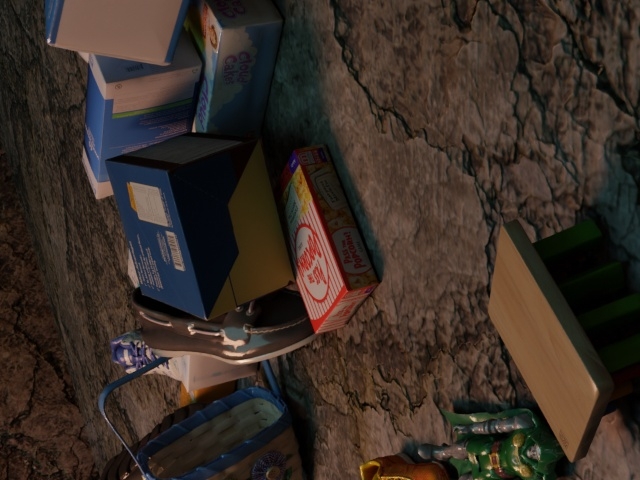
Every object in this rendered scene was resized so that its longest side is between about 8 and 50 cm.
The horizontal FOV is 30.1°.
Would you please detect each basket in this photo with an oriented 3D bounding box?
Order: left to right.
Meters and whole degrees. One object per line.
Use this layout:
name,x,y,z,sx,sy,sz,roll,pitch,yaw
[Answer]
basket,-0.157,0.279,1.760,0.289,0.255,0.201,62,163,-14

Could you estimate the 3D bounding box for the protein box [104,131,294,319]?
protein box,-0.160,-0.026,1.556,0.201,0.136,0.200,13,121,57

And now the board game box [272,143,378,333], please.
board game box,0.000,0.000,1.484,0.147,0.045,0.193,121,131,-60

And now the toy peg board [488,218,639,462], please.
toy peg board,0.216,0.076,0.996,0.160,0.079,0.161,84,164,-59

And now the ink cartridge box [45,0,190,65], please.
ink cartridge box,-0.251,-0.461,1.513,0.395,0.166,0.285,-104,28,-43

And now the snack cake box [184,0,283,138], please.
snack cake box,-0.136,-0.245,1.619,0.264,0.089,0.152,106,145,-50

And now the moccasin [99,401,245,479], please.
moccasin,-0.230,0.385,2.016,0.380,0.147,0.139,-39,29,36

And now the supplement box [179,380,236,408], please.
supplement box,-0.198,0.271,2.066,0.233,0.078,0.080,100,149,-42

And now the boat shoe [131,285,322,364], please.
boat shoe,-0.135,0.100,1.620,0.335,0.112,0.095,-7,121,41

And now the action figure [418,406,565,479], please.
action figure,0.172,0.217,1.178,0.232,0.063,0.137,-37,64,62

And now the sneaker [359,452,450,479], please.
sneaker,0.101,0.285,1.373,0.175,0.067,0.064,-13,88,66

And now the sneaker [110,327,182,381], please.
sneaker,-0.310,0.220,2.238,0.296,0.131,0.112,-6,95,66

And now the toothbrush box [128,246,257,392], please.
toothbrush box,-0.203,0.057,1.898,0.295,0.126,0.216,55,148,40

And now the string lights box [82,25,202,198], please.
string lights box,-0.250,-0.170,1.638,0.077,0.133,0.259,64,155,26

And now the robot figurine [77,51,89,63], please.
robot figurine,-0.304,-0.379,1.797,0.300,0.200,0.353,41,-167,-50
